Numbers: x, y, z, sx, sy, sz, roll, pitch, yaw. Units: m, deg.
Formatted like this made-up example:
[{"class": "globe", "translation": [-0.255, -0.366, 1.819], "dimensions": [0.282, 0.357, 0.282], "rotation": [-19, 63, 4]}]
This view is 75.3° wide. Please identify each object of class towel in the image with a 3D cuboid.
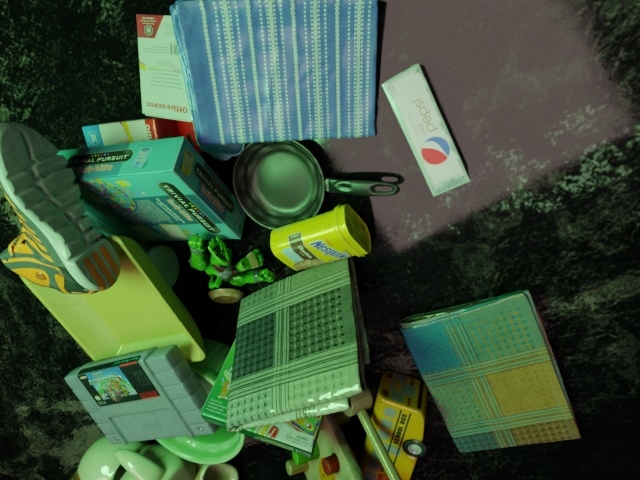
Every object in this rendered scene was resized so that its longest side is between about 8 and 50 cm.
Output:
[{"class": "towel", "translation": [-0.068, -0.289, 0.717], "dimensions": [0.336, 0.040, 0.243], "rotation": [-3, 120, -2]}, {"class": "towel", "translation": [-0.050, 0.207, 0.857], "dimensions": [0.324, 0.312, 0.056], "rotation": [-25, 135, 24]}, {"class": "towel", "translation": [0.358, 0.291, 0.884], "dimensions": [0.272, 0.040, 0.370], "rotation": [-20, 105, 24]}]

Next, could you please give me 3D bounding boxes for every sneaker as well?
[{"class": "sneaker", "translation": [-0.511, -0.033, 0.733], "dimensions": [0.180, 0.124, 0.320], "rotation": [-11, 110, 22]}]

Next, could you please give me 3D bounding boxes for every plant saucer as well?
[{"class": "plant saucer", "translation": [-0.448, 0.144, 0.936], "dimensions": [0.333, 0.081, 0.332], "rotation": [-15, 116, 25]}, {"class": "plant saucer", "translation": [-0.224, 0.134, 0.984], "dimensions": [0.084, 0.083, 0.015], "rotation": [-15, 64, 22]}]

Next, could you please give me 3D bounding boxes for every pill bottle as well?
[{"class": "pill bottle", "translation": [-0.453, 0.069, 1.007], "dimensions": [0.187, 0.112, 0.111], "rotation": [-4, 109, 19]}]

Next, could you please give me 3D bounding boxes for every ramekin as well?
[{"class": "ramekin", "translation": [-0.303, 0.403, 1.072], "dimensions": [0.304, 0.148, 0.303], "rotation": [6, 112, 15]}]

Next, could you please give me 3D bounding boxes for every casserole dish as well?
[{"class": "casserole dish", "translation": [-0.197, -0.259, 0.840], "dimensions": [0.114, 0.037, 0.188], "rotation": [10, 113, 14]}]

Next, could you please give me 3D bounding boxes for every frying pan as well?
[{"class": "frying pan", "translation": [-0.027, -0.135, 0.827], "dimensions": [0.326, 0.053, 0.197], "rotation": [-19, 105, 21]}]

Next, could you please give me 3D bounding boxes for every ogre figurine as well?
[{"class": "ogre figurine", "translation": [-0.212, 0.054, 0.922], "dimensions": [0.118, 0.197, 0.096], "rotation": [-29, 60, 47]}]

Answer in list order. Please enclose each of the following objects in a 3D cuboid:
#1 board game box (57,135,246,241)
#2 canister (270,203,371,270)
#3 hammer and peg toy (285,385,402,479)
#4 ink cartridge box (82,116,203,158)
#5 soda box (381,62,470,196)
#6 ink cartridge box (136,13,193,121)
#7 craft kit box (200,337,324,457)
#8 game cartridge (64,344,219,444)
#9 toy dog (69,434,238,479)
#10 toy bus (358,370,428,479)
[{"class": "board game box", "translation": [-0.362, -0.088, 0.856], "dimensions": [0.336, 0.079, 0.253], "rotation": [-2, 153, 17]}, {"class": "canister", "translation": [0.000, 0.000, 0.839], "dimensions": [0.170, 0.073, 0.126], "rotation": [-16, 147, 25]}, {"class": "hammer and peg toy", "translation": [0.040, 0.513, 0.930], "dimensions": [0.128, 0.266, 0.361], "rotation": [-3, 127, -27]}, {"class": "ink cartridge box", "translation": [-0.379, -0.195, 0.899], "dimensions": [0.231, 0.078, 0.134], "rotation": [-1, 110, 17]}, {"class": "soda box", "translation": [0.187, -0.192, 0.725], "dimensions": [0.069, 0.074, 0.216], "rotation": [-23, 103, 24]}, {"class": "ink cartridge box", "translation": [-0.268, -0.320, 0.779], "dimensions": [0.128, 0.072, 0.175], "rotation": [14, 113, 20]}, {"class": "craft kit box", "translation": [-0.096, 0.310, 0.922], "dimensions": [0.250, 0.246, 0.060], "rotation": [12, 140, 12]}, {"class": "game cartridge", "translation": [-0.426, 0.370, 0.974], "dimensions": [0.355, 0.068, 0.230], "rotation": [-18, 111, 26]}, {"class": "toy dog", "translation": [-0.517, 0.688, 1.164], "dimensions": [0.408, 0.284, 0.395], "rotation": [0, 141, 34]}, {"class": "toy bus", "translation": [0.170, 0.481, 0.976], "dimensions": [0.130, 0.108, 0.332], "rotation": [14, 114, 11]}]
